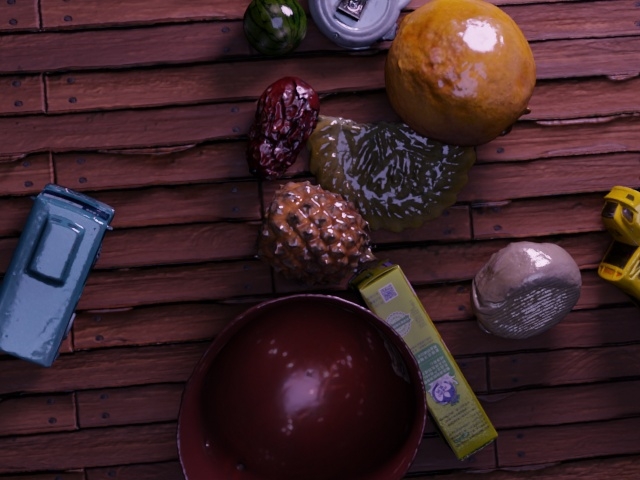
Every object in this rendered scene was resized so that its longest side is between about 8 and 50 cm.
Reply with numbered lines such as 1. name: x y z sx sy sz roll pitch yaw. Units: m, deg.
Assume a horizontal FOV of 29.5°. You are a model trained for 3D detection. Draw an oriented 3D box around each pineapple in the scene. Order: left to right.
1. pineapple: 0.000 0.000 1.862 0.193 0.166 0.166 24 92 -1

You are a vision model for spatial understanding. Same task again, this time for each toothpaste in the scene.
1. toothpaste: 0.160 0.184 1.913 0.077 0.110 0.327 -31 97 -5

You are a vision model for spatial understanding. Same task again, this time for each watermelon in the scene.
1. watermelon: -0.074 -0.334 1.858 0.109 0.109 0.109 0 95 -5

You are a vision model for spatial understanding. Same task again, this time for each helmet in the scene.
1. helmet: -0.026 0.239 1.841 0.337 0.230 0.385 38 101 -5

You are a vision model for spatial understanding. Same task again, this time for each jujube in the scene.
1. jujube: -0.064 -0.174 1.875 0.104 0.104 0.166 30 99 -7

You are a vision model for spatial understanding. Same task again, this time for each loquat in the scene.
1. loquat: 0.209 -0.253 1.836 0.238 0.193 0.238 3 74 -10

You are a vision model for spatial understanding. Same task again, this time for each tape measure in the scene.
1. tape measure: -0.017 -0.412 1.864 0.330 0.084 0.164 23 88 -8

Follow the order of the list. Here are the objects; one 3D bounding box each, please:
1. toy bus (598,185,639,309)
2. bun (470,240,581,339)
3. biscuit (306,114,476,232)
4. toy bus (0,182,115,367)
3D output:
1. toy bus: 0.559 0.061 1.926 0.330 0.144 0.152 43 91 -9
2. bun: 0.316 0.069 1.916 0.173 0.113 0.167 -7 136 -15
3. biscuit: 0.113 -0.105 1.923 0.273 0.036 0.187 0 94 -5
4. toy bus: -0.410 0.051 1.832 0.128 0.147 0.256 22 93 -8
